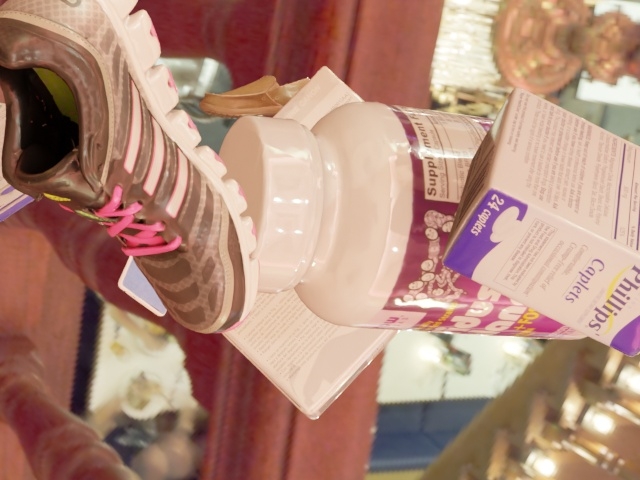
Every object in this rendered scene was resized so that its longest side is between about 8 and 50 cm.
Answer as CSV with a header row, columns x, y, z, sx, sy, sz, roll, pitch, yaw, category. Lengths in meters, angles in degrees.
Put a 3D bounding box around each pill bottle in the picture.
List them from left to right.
x,y,z,sx,sy,sz,roll,pitch,yaw,category
0.076,-0.014,0.955,0.301,0.169,0.169,5,102,-22,pill bottle

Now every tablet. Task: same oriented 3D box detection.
x,y,z,sx,sy,sz,roll,pitch,yaw,category
-0.122,0.010,0.968,0.054,0.006,0.083,43,59,-44,tablet

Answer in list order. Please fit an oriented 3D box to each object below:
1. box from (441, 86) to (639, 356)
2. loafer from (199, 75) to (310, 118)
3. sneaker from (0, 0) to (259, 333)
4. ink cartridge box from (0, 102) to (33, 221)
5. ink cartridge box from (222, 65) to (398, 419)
x,y,z,sx,sy,sz,roll,pitch,yaw,category
0.159,-0.013,0.799,0.137,0.126,0.072,26,129,-2,box
-0.074,-0.174,1.533,0.148,0.056,0.050,-2,92,-17,loafer
-0.085,-0.026,0.503,0.075,0.063,0.170,-44,120,-41,sneaker
-0.455,-0.073,1.681,0.324,0.330,0.071,-39,129,-37,ink cartridge box
0.000,0.000,1.394,0.261,0.066,0.296,43,84,13,ink cartridge box
